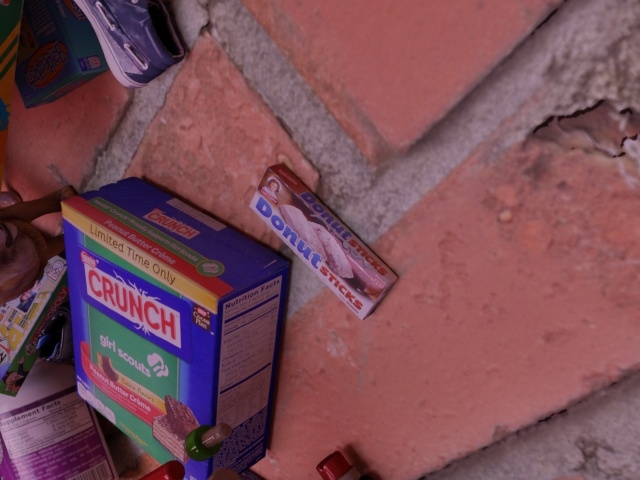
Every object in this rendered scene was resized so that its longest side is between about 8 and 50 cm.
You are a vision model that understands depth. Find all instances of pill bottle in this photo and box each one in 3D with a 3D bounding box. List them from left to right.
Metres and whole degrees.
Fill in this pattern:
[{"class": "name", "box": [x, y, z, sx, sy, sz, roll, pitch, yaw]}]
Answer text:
[{"class": "pill bottle", "box": [-0.447, 0.304, 1.254, 0.169, 0.169, 0.301, -22, 88, 46]}]

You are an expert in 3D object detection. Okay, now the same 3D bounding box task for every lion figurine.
[{"class": "lion figurine", "box": [-0.497, -0.028, 1.088, 0.392, 0.240, 0.142, 21, 124, 34]}]

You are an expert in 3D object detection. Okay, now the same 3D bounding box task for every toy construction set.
[{"class": "toy construction set", "box": [-0.096, 0.353, 0.876, 0.309, 0.257, 0.237, 40, 133, -14]}]

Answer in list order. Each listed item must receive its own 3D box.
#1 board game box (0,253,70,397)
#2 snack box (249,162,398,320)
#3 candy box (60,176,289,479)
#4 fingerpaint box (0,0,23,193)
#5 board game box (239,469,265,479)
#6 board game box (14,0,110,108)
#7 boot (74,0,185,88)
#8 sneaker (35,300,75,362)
[{"class": "board game box", "box": [-0.526, 0.077, 1.214, 0.317, 0.046, 0.213, 24, 81, 32]}, {"class": "snack box", "box": [0.000, 0.000, 0.812, 0.178, 0.022, 0.064, 45, 135, 15]}, {"class": "candy box", "box": [-0.187, 0.118, 0.969, 0.268, 0.122, 0.317, 28, 126, 30]}, {"class": "fingerpaint box", "box": [-0.530, -0.258, 0.937, 0.445, 0.163, 0.371, 11, 95, 45]}, {"class": "board game box", "box": [-0.046, 0.410, 1.058, 0.281, 0.027, 0.145, 23, 125, 32]}, {"class": "board game box", "box": [-0.356, -0.288, 0.968, 0.160, 0.047, 0.210, -11, 102, 44]}, {"class": "boot", "box": [-0.217, -0.268, 0.849, 0.086, 0.069, 0.190, -17, 107, 38]}, {"class": "sneaker", "box": [-0.366, 0.163, 1.152, 0.079, 0.121, 0.216, 35, 130, 25]}]
